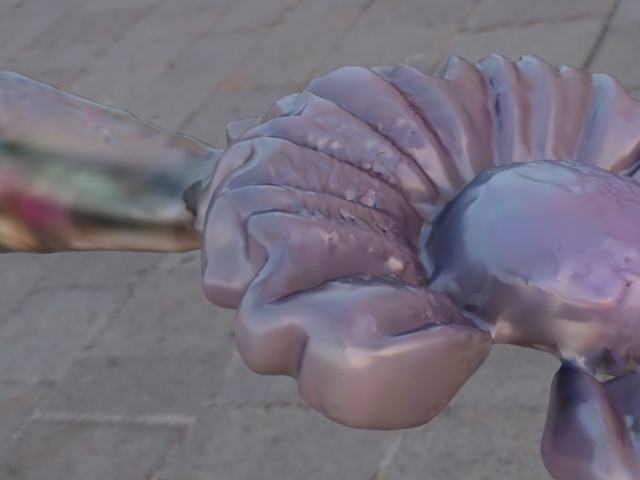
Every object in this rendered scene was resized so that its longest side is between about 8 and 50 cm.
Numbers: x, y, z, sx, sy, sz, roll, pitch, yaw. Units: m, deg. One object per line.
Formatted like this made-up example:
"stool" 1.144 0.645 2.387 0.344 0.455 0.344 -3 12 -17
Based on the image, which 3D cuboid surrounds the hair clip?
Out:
"hair clip" -0.002 -0.007 0.406 0.300 0.069 0.173 10 33 23
